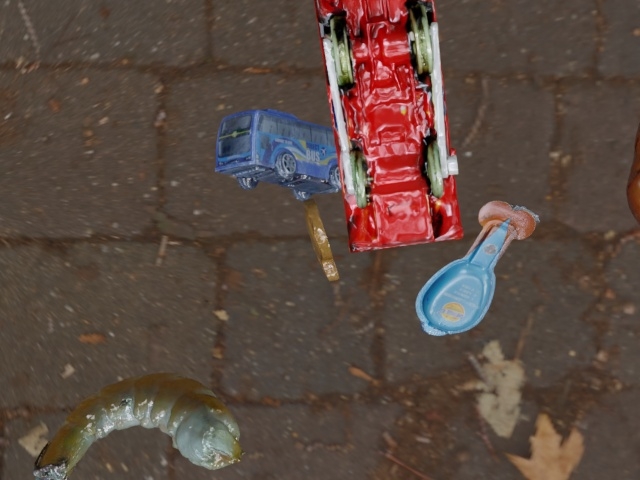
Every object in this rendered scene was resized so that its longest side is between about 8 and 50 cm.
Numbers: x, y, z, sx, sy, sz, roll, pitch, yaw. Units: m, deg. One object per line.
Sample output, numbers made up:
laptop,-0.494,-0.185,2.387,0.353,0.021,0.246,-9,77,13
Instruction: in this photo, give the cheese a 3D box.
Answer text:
cheese,0.222,0.045,1.832,0.106,0.037,0.256,22,119,-14

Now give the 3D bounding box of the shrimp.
shrimp,-0.162,0.177,1.100,0.166,0.161,0.049,-30,132,-30

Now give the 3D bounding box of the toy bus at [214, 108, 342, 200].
toy bus,-0.036,-0.110,1.632,0.236,0.079,0.094,9,71,-50

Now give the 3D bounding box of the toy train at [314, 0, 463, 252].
toy train,0.046,-0.105,0.866,0.082,0.131,0.204,-7,108,3

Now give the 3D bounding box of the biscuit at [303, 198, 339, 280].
biscuit,-0.002,0.000,1.730,0.023,0.140,0.118,-17,78,-1

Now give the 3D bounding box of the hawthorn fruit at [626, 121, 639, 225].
hawthorn fruit,0.283,-0.049,0.875,0.140,0.125,0.125,-3,93,-14
